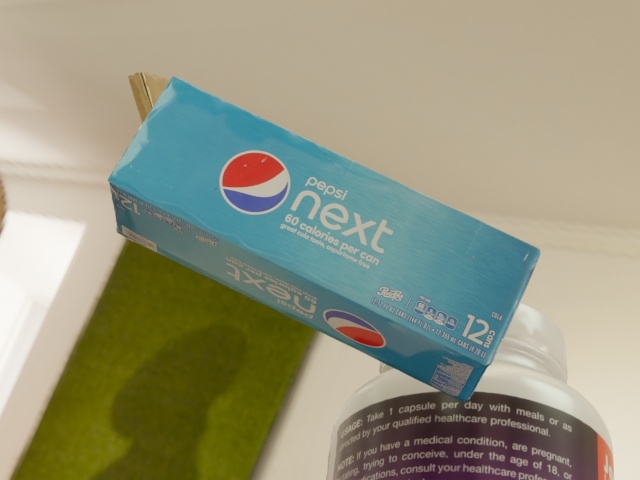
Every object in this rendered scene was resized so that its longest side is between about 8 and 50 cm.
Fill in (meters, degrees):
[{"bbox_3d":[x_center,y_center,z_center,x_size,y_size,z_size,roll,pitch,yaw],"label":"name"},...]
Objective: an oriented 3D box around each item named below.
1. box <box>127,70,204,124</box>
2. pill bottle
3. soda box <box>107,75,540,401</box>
[{"bbox_3d":[-0.148,-0.089,1.549,0.021,0.201,0.164,-21,-9,19],"label":"box"},{"bbox_3d":[0.088,0.200,0.809,0.181,0.323,0.181,5,-35,4],"label":"pill bottle"},{"bbox_3d":[0.000,0.000,0.689,0.210,0.071,0.067,26,-22,6],"label":"soda box"}]
